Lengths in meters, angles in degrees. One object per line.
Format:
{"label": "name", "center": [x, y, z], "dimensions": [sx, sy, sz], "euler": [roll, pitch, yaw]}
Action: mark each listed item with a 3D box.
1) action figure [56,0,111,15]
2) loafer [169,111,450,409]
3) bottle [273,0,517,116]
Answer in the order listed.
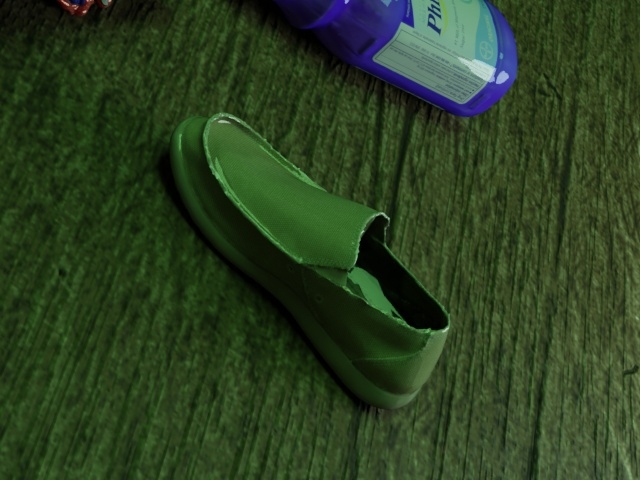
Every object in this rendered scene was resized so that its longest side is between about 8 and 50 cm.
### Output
{"label": "action figure", "center": [-0.204, -0.194, 1.337], "dimensions": [0.115, 0.030, 0.038], "euler": [15, 54, -45]}
{"label": "loafer", "center": [0.000, 0.000, 1.320], "dimensions": [0.268, 0.092, 0.102], "euler": [47, 33, -2]}
{"label": "bottle", "center": [0.050, -0.206, 1.590], "dimensions": [0.283, 0.092, 0.118], "euler": [23, 42, -35]}
